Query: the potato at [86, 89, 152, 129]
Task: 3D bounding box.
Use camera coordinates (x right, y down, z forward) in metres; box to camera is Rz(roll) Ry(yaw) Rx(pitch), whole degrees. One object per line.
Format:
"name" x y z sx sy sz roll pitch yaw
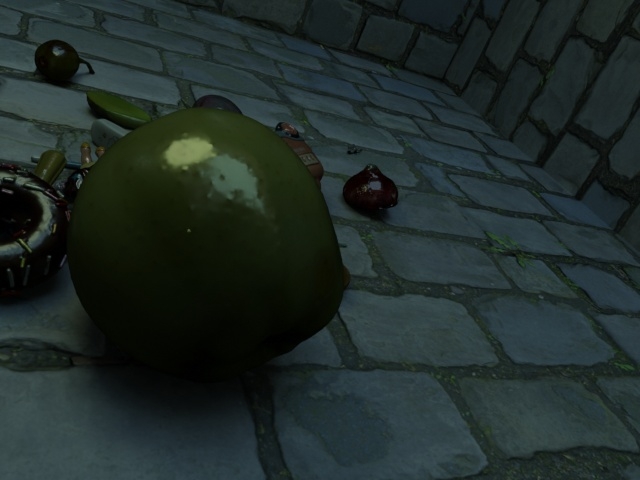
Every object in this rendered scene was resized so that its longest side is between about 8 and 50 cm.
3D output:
"potato" -0.595 -0.376 1.739 0.197 0.054 0.119 19 29 -18

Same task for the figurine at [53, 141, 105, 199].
"figurine" -0.503 -0.125 1.329 0.174 0.116 0.240 4 34 -32

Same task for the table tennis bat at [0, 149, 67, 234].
"table tennis bat" -0.584 -0.064 1.174 0.198 0.050 0.321 20 48 -15

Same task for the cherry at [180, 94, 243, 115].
"cherry" -0.306 -0.320 1.721 0.266 0.183 0.213 30 42 -15

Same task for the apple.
"apple" -0.188 0.014 1.019 0.473 0.474 0.474 18 30 -11

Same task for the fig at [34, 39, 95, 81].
"fig" -0.781 -0.555 1.852 0.124 0.124 0.236 32 18 14

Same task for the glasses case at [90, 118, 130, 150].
"glasses case" -0.529 -0.256 1.566 0.193 0.074 0.049 32 30 12

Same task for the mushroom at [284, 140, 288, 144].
"mushroom" -0.147 -0.086 1.420 0.247 0.130 0.344 -11 61 7

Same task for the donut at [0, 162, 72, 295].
"donut" -0.576 -0.026 1.055 0.269 0.103 0.270 13 52 -17

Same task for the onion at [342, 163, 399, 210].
"onion" 0.163 -0.167 1.854 0.183 0.147 0.184 6 27 -3

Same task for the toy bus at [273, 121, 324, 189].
"toy bus" -0.118 -0.182 1.652 0.232 0.194 0.287 45 33 11

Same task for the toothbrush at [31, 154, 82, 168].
"toothbrush" -0.570 -0.180 1.472 0.275 0.025 0.019 6 28 -25

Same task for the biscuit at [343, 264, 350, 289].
"biscuit" -0.023 0.067 1.431 0.181 0.049 0.208 0 35 -35

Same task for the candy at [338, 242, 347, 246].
"candy" 0.000 0.000 1.576 0.184 0.055 0.049 13 74 -36

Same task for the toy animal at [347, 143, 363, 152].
"toy animal" 0.123 -0.350 2.239 0.084 0.028 0.050 -12 53 -48
